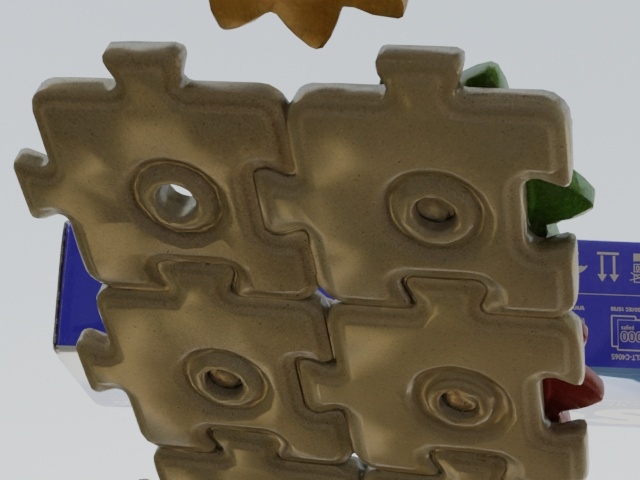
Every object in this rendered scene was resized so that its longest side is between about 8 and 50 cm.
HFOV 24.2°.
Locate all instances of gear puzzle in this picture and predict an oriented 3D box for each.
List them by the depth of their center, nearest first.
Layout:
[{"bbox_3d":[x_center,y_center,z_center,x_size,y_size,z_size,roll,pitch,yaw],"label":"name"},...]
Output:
[{"bbox_3d":[0.000,0.000,0.471,0.176,0.339,0.044,3,-138,17],"label":"gear puzzle"}]

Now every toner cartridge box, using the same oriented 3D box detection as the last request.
[{"bbox_3d":[0.038,0.052,0.839,0.348,0.165,0.075,2,-107,1],"label":"toner cartridge box"}]
